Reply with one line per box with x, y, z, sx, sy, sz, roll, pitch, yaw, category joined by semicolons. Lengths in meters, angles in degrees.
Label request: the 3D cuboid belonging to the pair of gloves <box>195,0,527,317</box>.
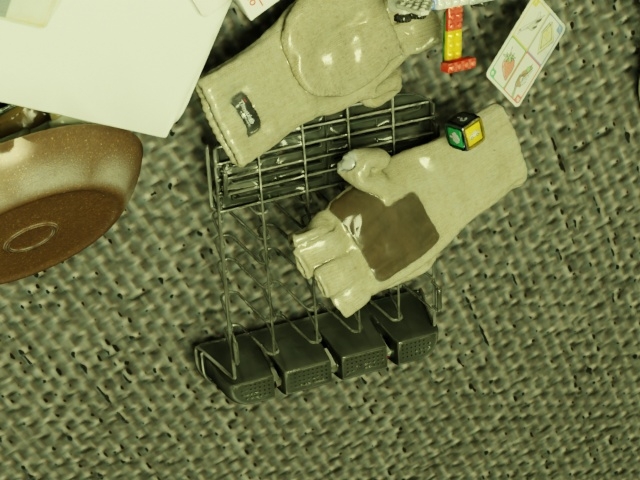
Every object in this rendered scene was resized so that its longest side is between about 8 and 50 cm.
0.033;-0.079;1.238;0.204;0.042;0.240;-41;116;-15;pair of gloves

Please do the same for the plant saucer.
-0.211;-0.015;1.183;0.198;0.036;0.198;-23;162;-8;plant saucer

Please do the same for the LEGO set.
0.145;-0.188;1.210;0.182;0.060;0.244;39;80;-42;LEGO set

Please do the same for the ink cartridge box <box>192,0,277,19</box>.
-0.031;-0.148;0.852;0.083;0.028;0.048;-37;133;-3;ink cartridge box

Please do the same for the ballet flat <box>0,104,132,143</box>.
-0.201;-0.072;1.177;0.188;0.070;0.070;-28;134;-5;ballet flat

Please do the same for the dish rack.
0.000;0.000;1.336;0.208;0.074;0.272;-14;123;-18;dish rack

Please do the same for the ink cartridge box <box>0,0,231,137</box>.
-0.255;-0.223;0.885;0.384;0.279;0.160;11;120;-34;ink cartridge box

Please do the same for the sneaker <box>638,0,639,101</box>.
0.339;-0.176;1.333;0.148;0.131;0.350;-39;143;-14;sneaker
